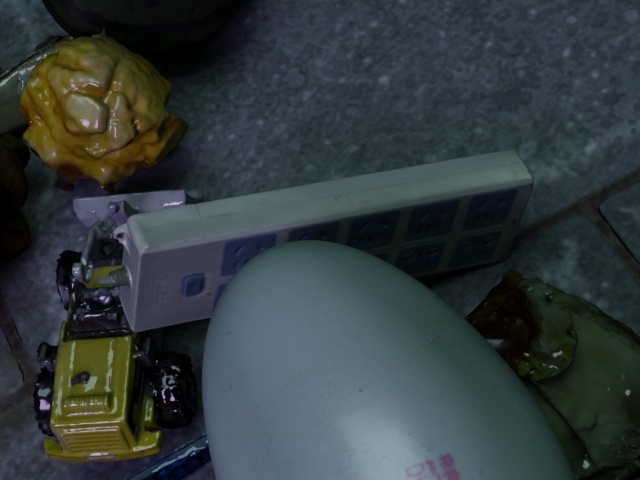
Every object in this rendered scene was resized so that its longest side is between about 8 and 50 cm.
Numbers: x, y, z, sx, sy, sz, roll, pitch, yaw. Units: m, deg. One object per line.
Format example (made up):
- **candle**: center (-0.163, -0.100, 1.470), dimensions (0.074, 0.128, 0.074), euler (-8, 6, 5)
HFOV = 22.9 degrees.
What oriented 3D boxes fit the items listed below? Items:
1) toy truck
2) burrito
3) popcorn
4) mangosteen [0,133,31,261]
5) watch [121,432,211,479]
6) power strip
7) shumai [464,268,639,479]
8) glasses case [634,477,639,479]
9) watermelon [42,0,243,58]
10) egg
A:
- **toy truck**: center (-0.166, 0.054, 1.324), dimensions (0.136, 0.111, 0.285), euler (-4, 55, 10)
- **burrito**: center (-0.306, -0.128, 1.496), dimensions (0.229, 0.063, 0.058), euler (-31, 29, -8)
- **popcorn**: center (-0.195, -0.113, 1.405), dimensions (0.148, 0.167, 0.152), euler (19, 90, 16)
- **mangosteen**: center (-0.361, -0.033, 1.362), dimensions (0.265, 0.228, 0.228), euler (-30, 54, -35)
- **watch**: center (-0.106, 0.230, 1.225), dimensions (0.275, 0.068, 0.276), euler (-8, 56, 6)
- **power strip**: center (0.000, 0.000, 1.264), dimensions (0.367, 0.106, 0.043), euler (-11, 52, -19)
- **shumai**: center (0.190, 0.097, 1.209), dimensions (0.184, 0.142, 0.184), euler (-7, 57, 11)
- **glasses case**: center (0.243, 0.217, 1.176), dimensions (0.218, 0.049, 0.075), euler (-21, 57, -3)
- **watermelon**: center (-0.164, -0.273, 1.473), dimensions (0.212, 0.212, 0.212), euler (-5, 57, 8)
- **egg**: center (0.043, 0.159, 1.097), dimensions (0.230, 0.230, 0.371), euler (-29, 65, -8)
